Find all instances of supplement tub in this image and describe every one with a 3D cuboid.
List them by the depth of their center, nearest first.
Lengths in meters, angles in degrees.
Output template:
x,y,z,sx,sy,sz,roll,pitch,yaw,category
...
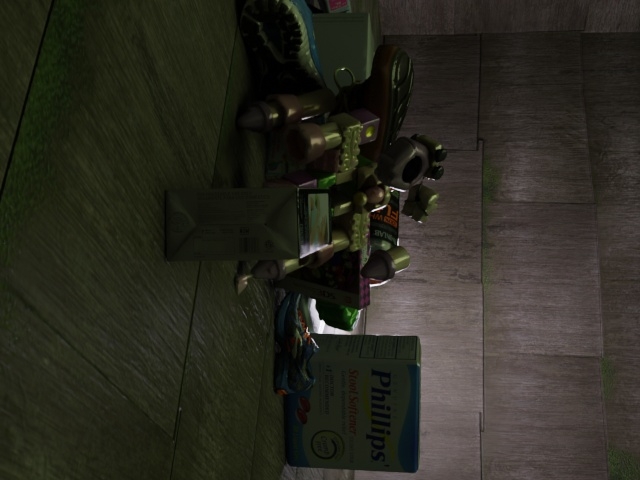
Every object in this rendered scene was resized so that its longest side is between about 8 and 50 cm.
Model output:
x,y,z,sx,sy,sz,roll,pitch,yaw,category
0.124,-0.052,2.505,0.207,0.207,0.338,71,21,-68,supplement tub

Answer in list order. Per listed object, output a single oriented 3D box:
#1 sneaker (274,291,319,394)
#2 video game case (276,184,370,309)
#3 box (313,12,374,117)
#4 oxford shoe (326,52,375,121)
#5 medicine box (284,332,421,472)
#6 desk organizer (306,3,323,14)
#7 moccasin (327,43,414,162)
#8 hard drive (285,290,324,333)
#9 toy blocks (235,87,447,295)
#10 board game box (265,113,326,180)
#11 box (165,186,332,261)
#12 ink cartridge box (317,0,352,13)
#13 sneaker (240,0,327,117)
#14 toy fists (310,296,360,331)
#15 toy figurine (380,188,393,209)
x,y,z,sx,sy,sz,roll,pitch,yaw,category
-0.045,0.203,1.760,0.083,0.087,0.221,-35,126,-81,sneaker
0.000,0.000,1.653,0.042,0.210,0.232,-24,120,-48,video game case
0.014,-0.351,1.753,0.119,0.181,0.182,64,28,-74,box
0.014,-0.271,2.030,0.169,0.130,0.449,84,24,-61,oxford shoe
0.075,0.353,1.905,0.149,0.289,0.264,-64,154,-72,medicine box
-0.022,-0.464,1.952,0.047,0.050,0.130,53,39,-78,desk organizer
0.073,-0.223,1.553,0.380,0.147,0.139,109,4,-71,moccasin
-0.019,0.071,1.962,0.353,0.047,0.233,80,24,-54,hard drive
-0.014,-0.061,1.389,0.260,0.309,0.289,-21,130,-35,toy blocks
-0.045,-0.186,1.636,0.026,0.103,0.154,73,20,-67,board game box
-0.085,-0.026,1.161,0.290,0.169,0.087,-16,105,-80,box
0.020,-0.573,1.997,0.311,0.065,0.186,66,3,-77,ink cartridge box
-0.049,-0.338,1.507,0.330,0.129,0.147,78,18,-58,sneaker
0.034,0.103,1.906,0.279,0.096,0.142,73,22,-59,toy fists
0.095,-0.176,2.257,0.209,0.213,0.148,-26,131,-80,toy figurine
